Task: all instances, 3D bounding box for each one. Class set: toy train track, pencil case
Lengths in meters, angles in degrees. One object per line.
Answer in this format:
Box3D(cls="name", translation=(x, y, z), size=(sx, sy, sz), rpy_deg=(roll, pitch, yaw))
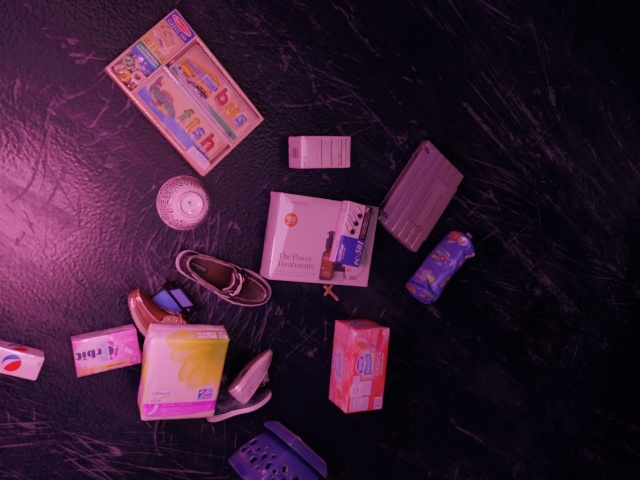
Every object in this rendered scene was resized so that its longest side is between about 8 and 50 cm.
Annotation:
Box3D(cls="toy train track", translation=(0.035, 0.185, 2.025), size=(0.083, 0.014, 0.048), rpy_deg=(48, 69, -30))
Box3D(cls="pencil case", translation=(0.459, 0.101, 2.162), size=(0.306, 0.133, 0.119), rpy_deg=(-48, 148, -12))

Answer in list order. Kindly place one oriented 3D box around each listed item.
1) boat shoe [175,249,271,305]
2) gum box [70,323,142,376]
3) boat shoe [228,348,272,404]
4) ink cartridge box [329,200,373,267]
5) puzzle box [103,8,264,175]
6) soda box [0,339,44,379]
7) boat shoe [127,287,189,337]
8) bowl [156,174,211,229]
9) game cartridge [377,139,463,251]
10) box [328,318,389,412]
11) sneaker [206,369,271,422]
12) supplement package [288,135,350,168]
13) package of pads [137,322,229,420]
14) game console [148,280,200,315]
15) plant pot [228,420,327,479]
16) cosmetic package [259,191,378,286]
Box3D(cls="boat shoe", translation=(-0.292, 0.131, 1.790), size=(0.335, 0.119, 0.121), rpy_deg=(24, 86, -27))
Box3D(cls="gum box", translation=(-0.624, 0.319, 1.682), size=(0.188, 0.062, 0.107), rpy_deg=(-10, 102, -25))
Box3D(cls="boat shoe", translation=(-0.212, 0.442, 1.852), size=(0.081, 0.079, 0.227), rpy_deg=(55, 36, -9))
Box3D(cls="ink cartridge box", translation=(0.101, -0.021, 1.904), size=(0.097, 0.046, 0.207), rpy_deg=(13, 90, -27))
Box3D(cls="puzzle box", translation=(-0.390, -0.429, 1.697), size=(0.272, 0.052, 0.409), rpy_deg=(-47, 114, -14))
Box3D(cls="soda box", translation=(-0.869, 0.312, 1.550), size=(0.216, 0.074, 0.069), rpy_deg=(22, 87, -28))
Box3D(cls="boat shoe", translation=(-0.452, 0.258, 1.718), size=(0.116, 0.123, 0.324), rpy_deg=(-29, 121, 2))
Box3D(cls="bowl", translation=(-0.400, -0.110, 1.723), size=(0.170, 0.080, 0.170), rpy_deg=(-4, 99, -25))
Box3D(cls="game cartridge", translation=(0.365, -0.160, 2.117), size=(0.230, 0.068, 0.355), rpy_deg=(40, 79, -30))
Box3D(cls="box", translation=(0.134, 0.441, 2.038), size=(0.154, 0.142, 0.300), rpy_deg=(1, 97, -27))
Box3D(cls="sneaker", translation=(-0.273, 0.481, 1.871), size=(0.226, 0.086, 0.163), rpy_deg=(-14, 105, -24))
Box3D(cls="supplement package", translation=(-0.003, -0.291, 1.883), size=(0.179, 0.105, 0.105), rpy_deg=(-4, 99, -27))
Box3D(cls="package of pads", translation=(-0.406, 0.382, 1.668), size=(0.229, 0.101, 0.297), rpy_deg=(5, 112, -23))
Box3D(cls="game console", translation=(-0.450, 0.194, 1.750), size=(0.122, 0.107, 0.071), rpy_deg=(57, 44, -22))
Box3D(cls="plant pot", translation=(-0.129, 0.755, 1.908), size=(0.212, 0.236, 0.236), rpy_deg=(-49, 115, -19))
Box3D(cls="cosmetic package", translation=(0.000, 0.000, 1.935), size=(0.377, 0.097, 0.284), rpy_deg=(6, 92, -27))
